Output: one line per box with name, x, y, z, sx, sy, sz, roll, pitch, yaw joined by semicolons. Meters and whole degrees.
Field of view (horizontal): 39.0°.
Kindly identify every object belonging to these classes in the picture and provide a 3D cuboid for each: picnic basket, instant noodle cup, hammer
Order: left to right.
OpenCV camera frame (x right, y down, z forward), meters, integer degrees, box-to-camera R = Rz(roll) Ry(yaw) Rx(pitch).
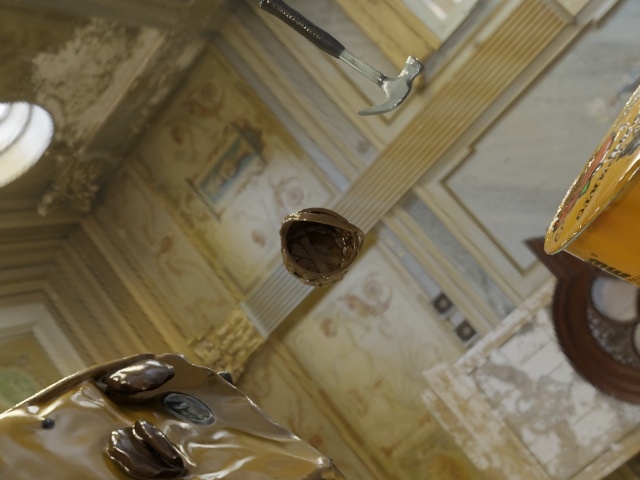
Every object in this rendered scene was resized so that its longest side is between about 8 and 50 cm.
picnic basket;0.000;0.000;0.760;0.072;0.083;0.072;3;-113;-8
hammer;0.014;-0.259;1.229;0.246;0.103;0.029;35;-171;10
instant noodle cup;0.285;-0.036;0.626;0.172;0.215;0.216;34;-156;4

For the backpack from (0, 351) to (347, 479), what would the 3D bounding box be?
backpack;-0.154;0.243;0.822;0.354;0.201;0.378;29;-159;23
